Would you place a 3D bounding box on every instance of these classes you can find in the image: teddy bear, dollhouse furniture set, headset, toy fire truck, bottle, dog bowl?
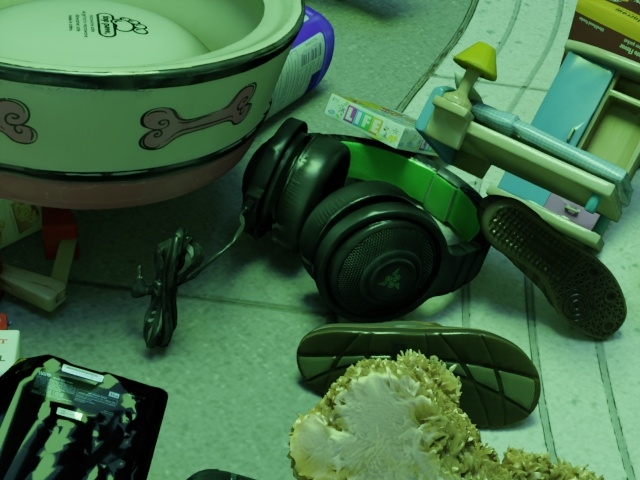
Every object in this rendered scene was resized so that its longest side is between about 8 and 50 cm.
[{"bbox_3d":[0.115,0.234,0.691,0.338,0.113,0.245,31,64,9],"label":"teddy bear"},{"bbox_3d":[0.286,-0.108,0.989,0.286,0.198,0.303,28,1,23],"label":"dollhouse furniture set"},{"bbox_3d":[0.000,0.000,1.015,0.394,0.185,0.243,-11,40,-44],"label":"headset"},{"bbox_3d":[-0.291,0.042,0.953,0.135,0.047,0.192,-5,41,-17],"label":"toy fire truck"},{"bbox_3d":[-0.094,-0.189,1.209,0.092,0.118,0.283,34,46,16],"label":"bottle"},{"bbox_3d":[-0.225,-0.179,0.966,0.407,0.150,0.408,6,33,-4],"label":"dog bowl"}]

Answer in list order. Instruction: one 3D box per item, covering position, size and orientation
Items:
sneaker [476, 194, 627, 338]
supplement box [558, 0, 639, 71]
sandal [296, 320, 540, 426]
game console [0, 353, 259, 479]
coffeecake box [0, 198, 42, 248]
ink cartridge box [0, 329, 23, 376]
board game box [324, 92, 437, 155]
[{"bbox_3d":[0.231,0.018,1.006,0.188,0.066,0.071,44,11,-15],"label":"sneaker"},{"bbox_3d":[0.405,-0.217,1.263,0.194,0.191,0.129,-28,51,-35],"label":"supplement box"},{"bbox_3d":[0.089,0.112,0.918,0.219,0.090,0.060,4,17,7],"label":"sandal"},{"bbox_3d":[-0.091,0.221,0.716,0.361,0.044,0.213,19,52,-10],"label":"game console"},{"bbox_3d":[-0.390,-0.037,1.017,0.142,0.068,0.185,34,47,28],"label":"coffeecake box"},{"bbox_3d":[-0.286,0.139,0.802,0.092,0.090,0.143,0,40,-9],"label":"ink cartridge box"},{"bbox_3d":[0.087,-0.132,1.180,0.103,0.026,0.154,29,14,28],"label":"board game box"}]
